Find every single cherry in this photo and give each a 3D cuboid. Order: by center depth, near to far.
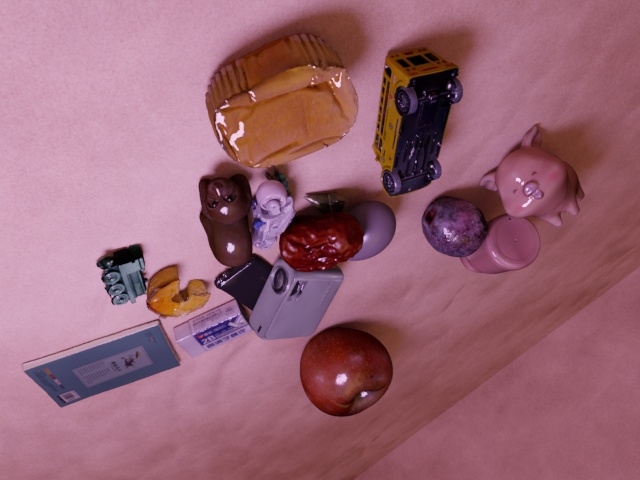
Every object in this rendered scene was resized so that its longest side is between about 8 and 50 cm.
[{"bbox_3d":[0.395,-0.041,1.573,0.195,0.195,0.195,-17,142,-14],"label":"cherry"}]

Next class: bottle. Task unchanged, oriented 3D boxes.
[{"bbox_3d":[0.541,0.020,1.693,0.206,0.173,0.297,4,172,-6],"label":"bottle"}]

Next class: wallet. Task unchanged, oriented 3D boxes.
[{"bbox_3d":[-0.191,0.131,1.536,0.149,0.044,0.250,-35,142,4],"label":"wallet"}]

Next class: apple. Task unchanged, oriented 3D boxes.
[{"bbox_3d":[0.088,0.472,1.911,0.348,0.277,0.349,-18,140,-16],"label":"apple"}]

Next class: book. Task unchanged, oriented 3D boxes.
[{"bbox_3d":[-0.628,0.370,1.558,0.379,0.031,0.264,-18,142,-13],"label":"book"}]

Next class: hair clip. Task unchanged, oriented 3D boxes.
[{"bbox_3d":[-0.092,-0.118,1.298,0.049,0.049,0.173,-24,144,-4],"label":"hair clip"}]

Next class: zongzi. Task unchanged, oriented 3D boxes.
[{"bbox_3d":[0.004,-0.084,1.403,0.113,0.052,0.104,-2,144,-11],"label":"zongzi"}]

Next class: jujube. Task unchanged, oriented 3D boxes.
[{"bbox_3d":[0.000,0.000,1.366,0.230,0.155,0.155,-12,157,40],"label":"jujube"}]

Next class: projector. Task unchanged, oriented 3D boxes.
[{"bbox_3d":[-0.074,0.168,1.550,0.198,0.108,0.251,4,122,-44],"label":"projector"}]

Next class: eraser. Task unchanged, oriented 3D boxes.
[{"bbox_3d":[-0.323,0.269,1.597,0.210,0.068,0.124,-24,143,-2],"label":"eraser"}]

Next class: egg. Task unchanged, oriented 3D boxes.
[{"bbox_3d":[0.121,-0.024,1.456,0.198,0.146,0.146,-40,141,18],"label":"egg"}]

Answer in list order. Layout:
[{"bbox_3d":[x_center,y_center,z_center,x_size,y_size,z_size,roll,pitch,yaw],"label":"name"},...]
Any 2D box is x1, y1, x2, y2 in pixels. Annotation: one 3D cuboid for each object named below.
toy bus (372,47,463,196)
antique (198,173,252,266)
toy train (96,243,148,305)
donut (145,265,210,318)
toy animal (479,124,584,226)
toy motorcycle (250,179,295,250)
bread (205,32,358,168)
[{"bbox_3d":[0.210,-0.265,1.228,0.145,0.151,0.331,-19,141,-20],"label":"toy bus"},{"bbox_3d":[-0.217,-0.045,1.235,0.121,0.143,0.257,-10,138,-18],"label":"antique"},{"bbox_3d":[-0.480,0.091,1.295,0.111,0.071,0.171,-20,143,-21],"label":"toy train"},{"bbox_3d":[-0.392,0.142,1.403,0.146,0.078,0.181,-35,148,11],"label":"donut"},{"bbox_3d":[0.653,-0.169,1.564,0.237,0.269,0.326,-51,169,29],"label":"toy animal"},{"bbox_3d":[-0.117,-0.058,1.294,0.112,0.113,0.254,-12,153,-19],"label":"toy motorcycle"},{"bbox_3d":[-0.079,-0.277,1.040,0.288,0.156,0.204,-27,135,3],"label":"bread"}]
